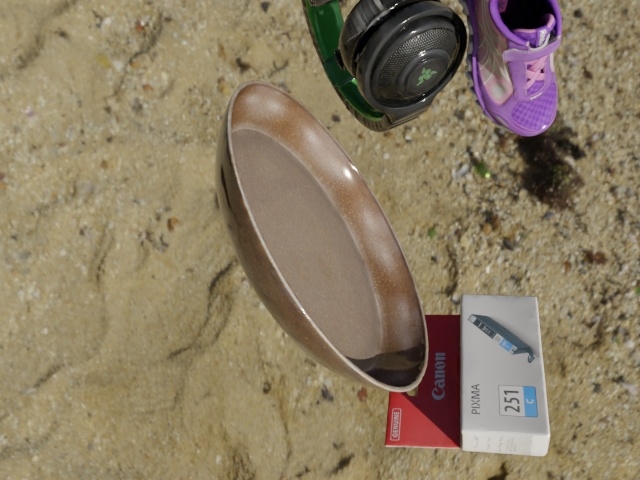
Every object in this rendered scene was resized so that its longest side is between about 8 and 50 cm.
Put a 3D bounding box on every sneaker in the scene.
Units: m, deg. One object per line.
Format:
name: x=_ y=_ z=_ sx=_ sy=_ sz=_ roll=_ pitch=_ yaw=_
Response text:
sneaker: x=0.204 y=-0.201 z=0.768 sx=0.095 sy=0.236 sz=0.104 roll=-28 pitch=35 yaw=-5

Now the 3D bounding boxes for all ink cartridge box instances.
ink cartridge box: x=0.249 y=0.221 z=1.295 sx=0.261 sy=0.066 sz=0.296 roll=0 pitch=43 yaw=10

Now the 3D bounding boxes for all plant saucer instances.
plant saucer: x=0.000 y=0.000 z=0.687 sx=0.050 sy=0.310 sz=0.310 roll=-30 pitch=56 yaw=22

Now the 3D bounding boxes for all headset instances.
headset: x=0.036 y=-0.254 z=0.806 sx=0.185 sy=0.394 sz=0.243 roll=-25 pitch=82 yaw=-14
